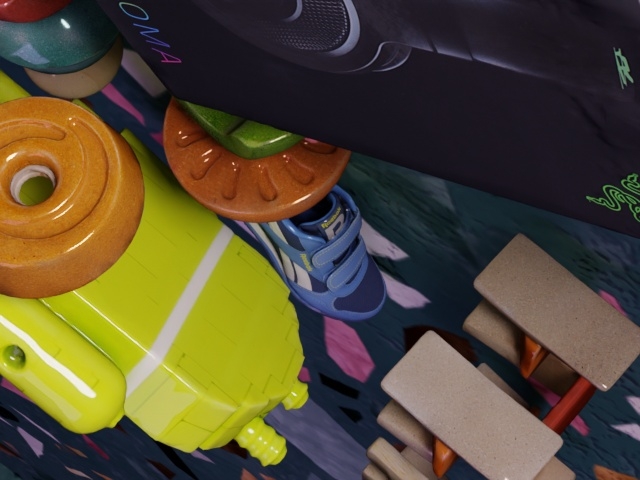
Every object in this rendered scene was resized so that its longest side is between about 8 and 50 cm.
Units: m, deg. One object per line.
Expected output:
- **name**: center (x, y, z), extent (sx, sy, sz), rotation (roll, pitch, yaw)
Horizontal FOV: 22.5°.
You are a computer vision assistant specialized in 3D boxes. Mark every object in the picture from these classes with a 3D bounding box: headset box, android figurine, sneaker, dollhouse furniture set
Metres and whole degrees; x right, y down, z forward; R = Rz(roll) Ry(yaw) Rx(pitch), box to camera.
- **headset box**: center (0.037, -0.132, 0.548), extent (0.283, 0.131, 0.246), rotation (19, 159, 32)
- **android figurine**: center (-0.113, 0.018, 0.908), extent (0.273, 0.248, 0.056), rotation (42, 116, -11)
- **sneaker**: center (0.000, 0.000, 0.980), extent (0.059, 0.053, 0.144), rotation (1, 141, 50)
- **dollhouse furniture set**: center (0.083, 0.163, 0.923), extent (0.135, 0.259, 0.262), rotation (39, 160, 16)

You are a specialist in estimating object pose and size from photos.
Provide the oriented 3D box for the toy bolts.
- **toy bolts**: center (-0.118, -0.068, 0.852), extent (0.228, 0.218, 0.158), rotation (47, 168, 19)
